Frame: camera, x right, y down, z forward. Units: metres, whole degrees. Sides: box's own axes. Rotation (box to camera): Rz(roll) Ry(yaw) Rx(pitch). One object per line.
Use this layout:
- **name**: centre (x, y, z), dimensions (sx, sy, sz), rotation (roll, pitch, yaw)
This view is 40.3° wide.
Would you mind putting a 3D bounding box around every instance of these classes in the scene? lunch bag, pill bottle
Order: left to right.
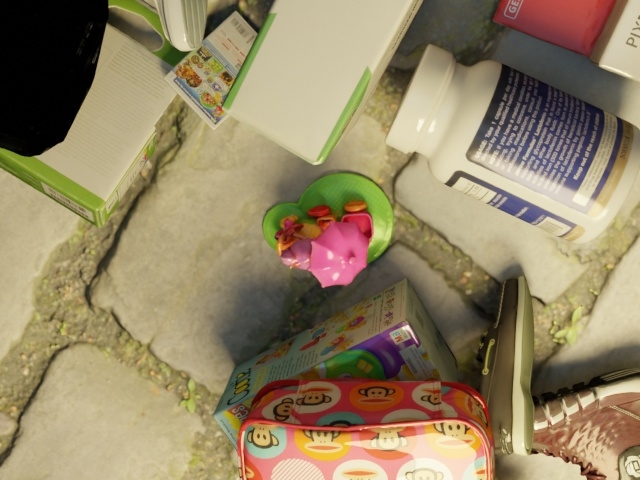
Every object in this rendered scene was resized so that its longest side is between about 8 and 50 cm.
- **lunch bag**: centre (0.056, 0.295, 1.011), dimensions (0.293, 0.120, 0.258), rotation (-1, 108, 9)
- **pill bottle**: centre (0.217, -0.114, 1.002), dimensions (0.264, 0.153, 0.153), rotation (25, 108, -2)

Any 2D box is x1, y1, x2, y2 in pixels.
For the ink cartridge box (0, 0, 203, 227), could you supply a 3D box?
- **ink cartridge box**: centre (-0.281, -0.176, 1.081), dimensions (0.188, 0.097, 0.255), rotation (32, 74, -3)

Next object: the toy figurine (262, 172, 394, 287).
- **toy figurine**: centre (0.000, 0.000, 1.059), dimensions (0.173, 0.159, 0.130), rotation (-6, 106, 9)

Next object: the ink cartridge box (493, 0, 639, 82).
- **ink cartridge box**: centre (0.371, -0.332, 0.963), dimensions (0.261, 0.066, 0.296), rotation (21, 108, -1)

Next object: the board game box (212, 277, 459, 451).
- **board game box**: centre (0.025, 0.190, 1.123), dimensions (0.275, 0.144, 0.142), rotation (-28, 103, 15)

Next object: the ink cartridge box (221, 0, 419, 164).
- **ink cartridge box**: centre (0.019, -0.215, 0.930), dimensions (0.117, 0.278, 0.201), rotation (30, 108, 0)

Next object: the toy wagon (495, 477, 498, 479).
- **toy wagon**: centre (0.166, 0.376, 1.156), dimensions (0.267, 0.068, 0.344), rotation (6, 121, 18)

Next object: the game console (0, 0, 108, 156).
- **game console**: centre (-0.425, -0.237, 0.996), dimensions (0.361, 0.044, 0.213), rotation (18, 82, 8)

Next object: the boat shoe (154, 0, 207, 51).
- **boat shoe**: centre (-0.187, -0.336, 1.029), dimensions (0.075, 0.083, 0.226), rotation (-2, 95, 18)

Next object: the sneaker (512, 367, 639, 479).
- **sneaker**: centre (0.312, 0.277, 1.115), dimensions (0.281, 0.106, 0.163), rotation (-19, 85, 12)

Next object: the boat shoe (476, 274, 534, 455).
- **boat shoe**: centre (0.225, 0.149, 1.075), dimensions (0.068, 0.228, 0.081), rotation (-5, 151, 24)

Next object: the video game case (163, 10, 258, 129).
- **video game case**: centre (-0.117, -0.207, 1.061), dimensions (0.122, 0.011, 0.087), rotation (-45, 98, -8)
